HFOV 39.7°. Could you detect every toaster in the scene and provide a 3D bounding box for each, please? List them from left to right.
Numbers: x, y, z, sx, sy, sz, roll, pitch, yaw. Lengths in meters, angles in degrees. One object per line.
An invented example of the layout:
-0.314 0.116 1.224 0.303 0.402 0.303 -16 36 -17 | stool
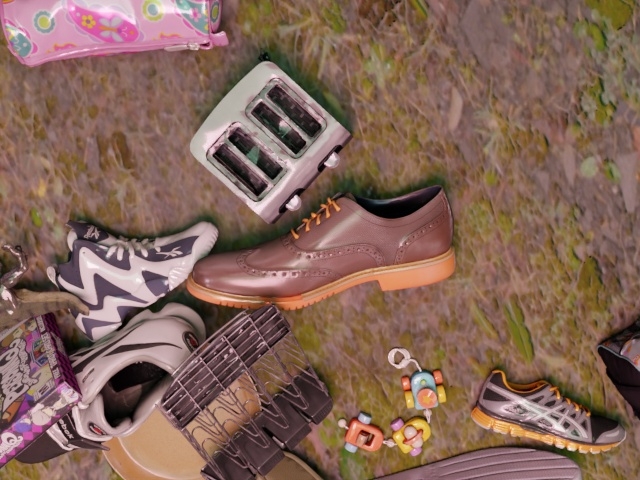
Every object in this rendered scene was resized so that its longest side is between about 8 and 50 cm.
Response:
-0.069 -0.137 1.182 0.185 0.110 0.168 43 94 -4 | toaster

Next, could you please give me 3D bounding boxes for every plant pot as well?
-0.200 0.250 1.263 0.236 0.032 0.236 0 97 0 | plant pot

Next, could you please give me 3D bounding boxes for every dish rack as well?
-0.098 0.199 1.138 0.208 0.074 0.271 -42 137 -16 | dish rack

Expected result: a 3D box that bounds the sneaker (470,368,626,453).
0.323 0.240 1.241 0.214 0.084 0.083 12 91 -1 | sneaker

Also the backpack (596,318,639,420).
0.474 0.187 1.174 0.144 0.188 0.166 -32 91 8 | backpack

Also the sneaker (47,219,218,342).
-0.267 0.013 1.204 0.235 0.094 0.153 -35 104 13 | sneaker

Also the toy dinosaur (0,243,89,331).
-0.425 0.070 1.200 0.268 0.064 0.118 -14 84 22 | toy dinosaur

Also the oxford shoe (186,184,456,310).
0.000 0.000 1.170 0.363 0.130 0.133 -10 115 -12 | oxford shoe

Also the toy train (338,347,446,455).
0.107 0.243 1.256 0.125 0.046 0.166 28 96 -4 | toy train

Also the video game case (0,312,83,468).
-0.419 0.203 1.148 0.210 0.232 0.042 -40 123 -4 | video game case

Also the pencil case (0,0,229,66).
-0.265 -0.295 1.157 0.284 0.124 0.124 -5 96 -1 | pencil case

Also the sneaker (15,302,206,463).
-0.300 0.210 1.154 0.330 0.146 0.122 -36 110 15 | sneaker

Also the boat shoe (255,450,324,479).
0.012 0.423 1.199 0.302 0.113 0.103 44 131 32 | boat shoe

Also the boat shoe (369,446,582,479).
0.202 0.379 1.249 0.335 0.121 0.119 -12 104 12 | boat shoe
